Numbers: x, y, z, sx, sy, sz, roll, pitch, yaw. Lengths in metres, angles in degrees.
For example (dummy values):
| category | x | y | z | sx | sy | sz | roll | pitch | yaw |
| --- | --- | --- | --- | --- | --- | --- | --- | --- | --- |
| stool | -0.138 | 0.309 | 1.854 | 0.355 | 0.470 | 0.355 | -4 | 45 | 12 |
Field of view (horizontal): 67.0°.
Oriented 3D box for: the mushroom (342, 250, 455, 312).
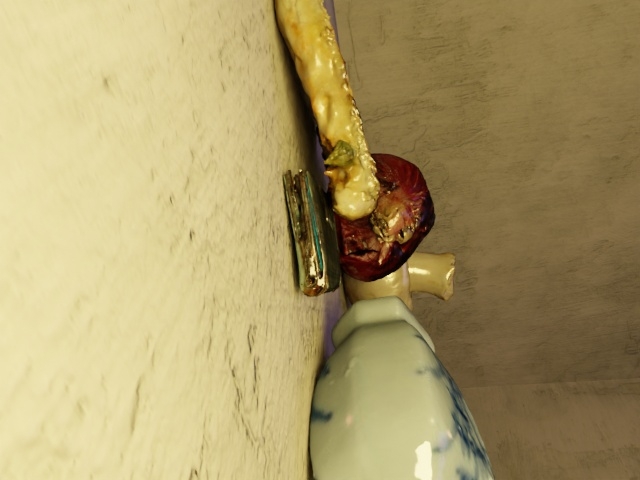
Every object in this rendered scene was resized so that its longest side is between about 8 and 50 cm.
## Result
| category | x | y | z | sx | sy | sz | roll | pitch | yaw |
| --- | --- | --- | --- | --- | --- | --- | --- | --- | --- |
| mushroom | 0.204 | 0.070 | 1.264 | 0.297 | 0.291 | 0.297 | -5 | 90 | -81 |

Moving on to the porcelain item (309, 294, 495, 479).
| category | x | y | z | sx | sy | sz | roll | pitch | yaw |
| --- | --- | --- | --- | --- | --- | --- | --- | --- | --- |
| porcelain item | 0.107 | 0.261 | 0.640 | 0.242 | 0.179 | 0.405 | 51 | 21 | -26 |

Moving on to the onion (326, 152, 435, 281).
| category | x | y | z | sx | sy | sz | roll | pitch | yaw |
| --- | --- | --- | --- | --- | --- | --- | --- | --- | --- |
| onion | 0.110 | -0.040 | 0.998 | 0.281 | 0.222 | 0.280 | -170 | -90 | -74 |

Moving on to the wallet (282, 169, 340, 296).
| category | x | y | z | sx | sy | sz | roll | pitch | yaw |
| --- | --- | --- | --- | --- | --- | --- | --- | --- | --- |
| wallet | 0.001 | 0.000 | 0.757 | 0.317 | 0.044 | 0.168 | 30 | 53 | -81 |

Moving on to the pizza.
| category | x | y | z | sx | sy | sz | roll | pitch | yaw |
| --- | --- | --- | --- | --- | --- | --- | --- | --- | --- |
| pizza | 0.017 | -0.186 | 0.757 | 0.435 | 0.080 | 0.391 | 62 | 12 | -63 |
